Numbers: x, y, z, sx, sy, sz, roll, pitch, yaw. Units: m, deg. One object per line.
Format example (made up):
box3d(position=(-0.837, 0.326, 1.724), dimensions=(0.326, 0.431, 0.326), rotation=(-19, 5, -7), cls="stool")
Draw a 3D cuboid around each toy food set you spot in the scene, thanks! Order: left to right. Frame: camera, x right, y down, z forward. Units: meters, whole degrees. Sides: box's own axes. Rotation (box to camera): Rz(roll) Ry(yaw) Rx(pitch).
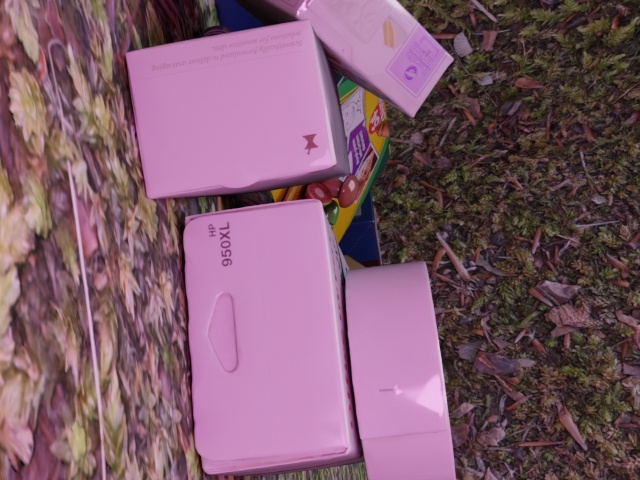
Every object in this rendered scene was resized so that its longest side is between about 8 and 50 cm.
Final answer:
box3d(position=(0.005, -0.057, 1.294), dimensions=(0.218, 0.071, 0.128), rotation=(-68, 158, -2), cls="toy food set")

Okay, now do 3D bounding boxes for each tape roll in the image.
box3d(position=(0.097, 0.169, 1.062), dimensions=(0.286, 0.100, 0.286), rotation=(-7, 90, -85), cls="tape roll")

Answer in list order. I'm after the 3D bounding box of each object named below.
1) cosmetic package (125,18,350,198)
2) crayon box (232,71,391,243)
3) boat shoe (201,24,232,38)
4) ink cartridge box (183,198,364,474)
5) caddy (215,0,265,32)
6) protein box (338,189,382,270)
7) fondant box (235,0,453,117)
box3d(position=(-0.074, -0.134, 1.020), dimensions=(0.365, 0.196, 0.155), rotation=(-28, 110, -86), cls="cosmetic package")
box3d(position=(-0.007, -0.132, 1.441), dimensions=(0.313, 0.106, 0.363), rotation=(-60, 159, -19), cls="crayon box")
box3d(position=(-0.133, -0.220, 1.286), dimensions=(0.183, 0.065, 0.083), rotation=(66, 18, -52), cls="boat shoe")
box3d(position=(-0.037, 0.144, 1.108), dimensions=(0.395, 0.166, 0.286), rotation=(63, 19, -74), cls="ink cartridge box")
box3d(position=(-0.087, -0.461, 1.526), dimensions=(0.241, 0.179, 0.342), rotation=(-90, 170, -64), cls="caddy")
box3d(position=(0.024, -0.007, 1.870), dimensions=(0.201, 0.199, 0.136), rotation=(-87, 168, -66), cls="protein box")
box3d(position=(-0.016, -0.306, 1.119), dimensions=(0.238, 0.096, 0.330), rotation=(31, 8, -45), cls="fondant box")
